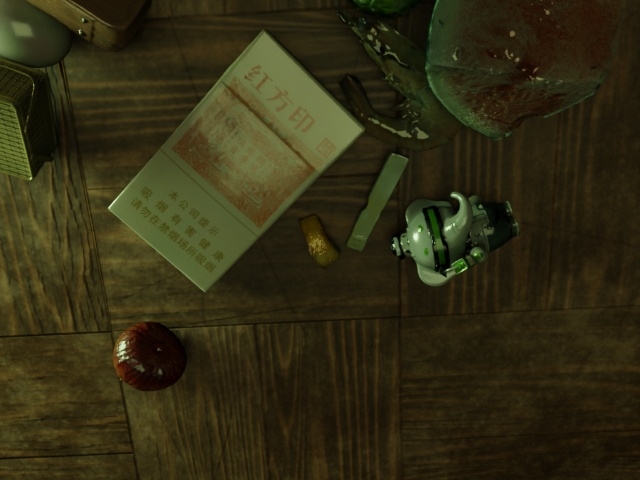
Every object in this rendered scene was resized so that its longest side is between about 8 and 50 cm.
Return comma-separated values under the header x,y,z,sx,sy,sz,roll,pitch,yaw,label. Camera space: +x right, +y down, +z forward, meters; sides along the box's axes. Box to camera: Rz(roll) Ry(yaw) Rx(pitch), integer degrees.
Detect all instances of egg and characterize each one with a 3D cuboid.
x,y,z,sx,sy,sz,roll,pitch,yaw,label
-0.415,-0.297,0.793,0.135,0.103,0.103,22,106,-3,egg

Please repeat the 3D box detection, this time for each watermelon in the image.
x,y,z,sx,sy,sz,roll,pitch,yaw,label
0.251,-0.250,0.705,0.201,0.261,0.213,15,94,36,watermelon

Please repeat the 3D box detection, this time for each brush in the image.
x,y,z,sx,sy,sz,roll,pitch,yaw,label
0.087,-0.062,0.905,0.033,0.030,0.179,19,117,-13,brush

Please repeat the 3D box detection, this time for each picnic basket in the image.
x,y,z,sx,sy,sz,roll,pitch,yaw,label
-0.451,-0.174,0.809,0.115,0.079,0.164,16,140,-4,picnic basket

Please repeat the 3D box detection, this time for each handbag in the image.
x,y,z,sx,sy,sz,roll,pitch,yaw,label
-0.319,-0.362,0.755,0.193,0.072,0.151,29,70,-16,handbag

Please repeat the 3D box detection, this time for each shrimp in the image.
x,y,z,sx,sy,sz,roll,pitch,yaw,label
0.099,-0.226,0.837,0.254,0.059,0.145,29,123,-16,shrimp

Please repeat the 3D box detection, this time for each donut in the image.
x,y,z,sx,sy,sz,roll,pitch,yaw,label
0.000,0.000,0.922,0.038,0.067,0.083,-26,74,15,donut

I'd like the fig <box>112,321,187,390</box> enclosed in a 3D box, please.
x,y,z,sx,sy,sz,roll,pitch,yaw,label
-0.304,0.205,0.943,0.153,0.119,0.119,-32,104,11,fig

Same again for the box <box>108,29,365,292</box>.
x,y,z,sx,sy,sz,roll,pitch,yaw,label
-0.130,-0.110,0.868,0.204,0.051,0.365,43,105,-11,box

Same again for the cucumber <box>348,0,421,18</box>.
x,y,z,sx,sy,sz,roll,pitch,yaw,label
0.081,-0.344,0.707,0.134,0.244,0.134,1,113,3,cucumber

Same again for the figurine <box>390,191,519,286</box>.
x,y,z,sx,sy,sz,roll,pitch,yaw,label
0.202,-0.010,0.876,0.192,0.126,0.147,-16,71,12,figurine
